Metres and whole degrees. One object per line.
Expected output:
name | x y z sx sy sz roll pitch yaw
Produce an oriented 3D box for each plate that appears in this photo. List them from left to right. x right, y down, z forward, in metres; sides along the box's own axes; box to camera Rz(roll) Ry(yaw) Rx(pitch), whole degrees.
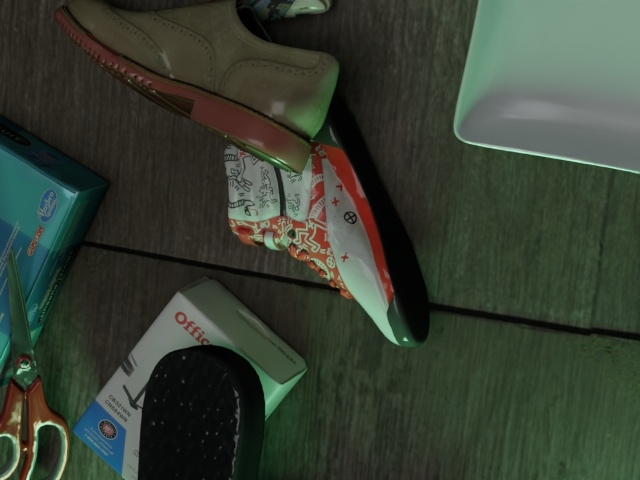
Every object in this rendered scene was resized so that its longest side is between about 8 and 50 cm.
plate | 0.279 -0.201 1.697 0.277 0.045 0.278 10 113 3

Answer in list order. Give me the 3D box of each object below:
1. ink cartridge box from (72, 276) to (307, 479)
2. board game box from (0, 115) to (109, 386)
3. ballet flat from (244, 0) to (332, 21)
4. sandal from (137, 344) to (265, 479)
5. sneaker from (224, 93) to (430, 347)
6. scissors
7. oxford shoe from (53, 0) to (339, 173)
ink cartridge box | -0.135 0.162 1.919 0.148 0.086 0.203 41 110 9
board game box | -0.426 -0.034 1.994 0.336 0.079 0.254 32 108 12
ballet flat | 0.004 -0.261 1.814 0.188 0.070 0.070 -41 84 22
sandal | -0.116 0.323 1.846 0.167 0.107 0.446 19 103 34
sneaker | 0.000 -0.001 1.845 0.145 0.090 0.270 -24 87 22
scissors | -0.304 0.141 1.961 0.109 0.021 0.297 5 114 -19
oxford shoe | -0.118 -0.185 1.829 0.348 0.123 0.130 30 90 31
